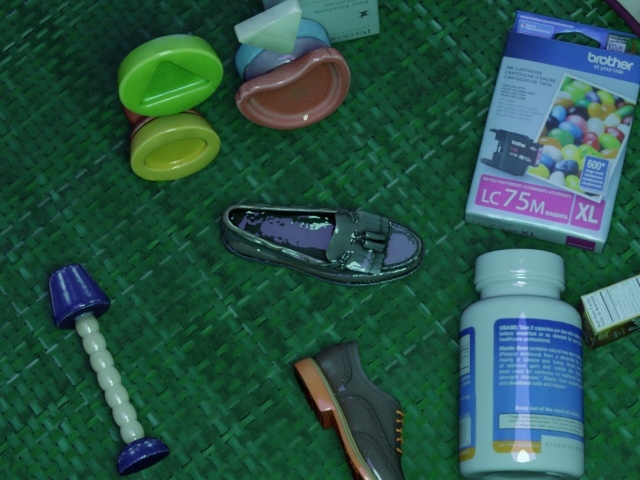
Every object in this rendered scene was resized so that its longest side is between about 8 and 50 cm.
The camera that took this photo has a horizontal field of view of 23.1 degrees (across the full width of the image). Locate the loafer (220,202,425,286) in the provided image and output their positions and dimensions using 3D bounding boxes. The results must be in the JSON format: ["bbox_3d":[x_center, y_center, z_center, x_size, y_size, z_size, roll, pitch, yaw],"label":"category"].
[{"bbox_3d":[0.000,0.000,2.006,0.267,0.084,0.096,6,74,7],"label":"loafer"}]

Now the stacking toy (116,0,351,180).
[{"bbox_3d":[-0.131,-0.230,1.994,0.309,0.279,0.130,-20,62,0],"label":"stacking toy"}]

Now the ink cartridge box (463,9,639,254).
[{"bbox_3d":[0.311,-0.153,2.040,0.186,0.065,0.311,13,73,8],"label":"ink cartridge box"}]

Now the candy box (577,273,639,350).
[{"bbox_3d":[0.413,0.071,1.939,0.187,0.109,0.053,-20,73,-1],"label":"candy box"}]

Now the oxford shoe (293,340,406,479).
[{"bbox_3d":[0.071,0.244,1.926,0.098,0.097,0.271,-28,73,-10],"label":"oxford shoe"}]

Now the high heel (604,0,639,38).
[{"bbox_3d":[0.433,-0.341,2.092,0.127,0.181,0.377,-35,54,20],"label":"high heel"}]

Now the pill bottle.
[{"bbox_3d":[0.245,0.154,1.907,0.152,0.152,0.272,1,74,5],"label":"pill bottle"}]

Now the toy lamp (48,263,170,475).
[{"bbox_3d":[-0.273,0.159,1.987,0.080,0.080,0.274,-25,76,-3],"label":"toy lamp"}]

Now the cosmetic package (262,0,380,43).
[{"bbox_3d":[-0.010,-0.360,2.060,0.151,0.183,0.151,-11,72,1],"label":"cosmetic package"}]
